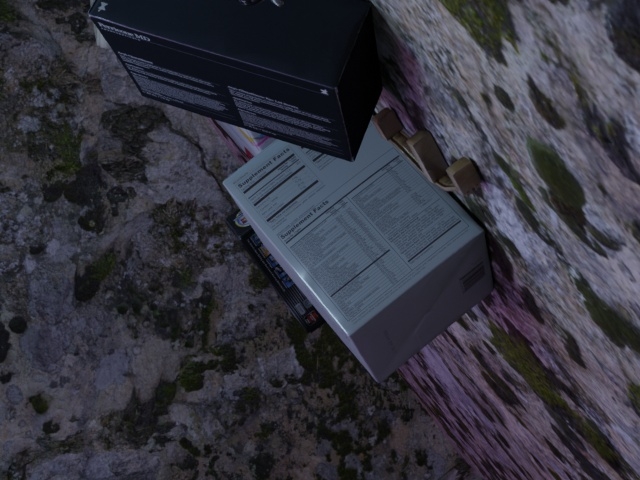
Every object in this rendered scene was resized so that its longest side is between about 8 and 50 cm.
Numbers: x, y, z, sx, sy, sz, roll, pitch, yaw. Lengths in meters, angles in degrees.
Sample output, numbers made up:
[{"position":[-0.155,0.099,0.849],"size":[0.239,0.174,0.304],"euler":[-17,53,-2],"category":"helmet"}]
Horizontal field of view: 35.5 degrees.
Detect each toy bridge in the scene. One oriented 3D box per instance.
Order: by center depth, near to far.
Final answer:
[{"position":[0.116,-0.089,1.071],"size":[0.063,0.026,0.188],"euler":[55,175,-34],"category":"toy bridge"}]

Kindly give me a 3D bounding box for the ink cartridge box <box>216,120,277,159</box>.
[{"position":[-0.103,-0.236,1.402],"size":[0.226,0.131,0.306],"euler":[49,173,33],"category":"ink cartridge box"}]

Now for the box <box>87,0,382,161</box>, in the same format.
[{"position":[-0.078,-0.192,1.027],"size":[0.261,0.103,0.184],"euler":[19,168,12],"category":"box"}]

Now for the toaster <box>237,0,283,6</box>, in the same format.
[{"position":[-0.060,-0.285,0.821],"size":[0.186,0.110,0.168],"euler":[54,175,-10],"category":"toaster"}]

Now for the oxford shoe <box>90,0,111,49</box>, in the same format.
[{"position":[-0.251,-0.421,1.384],"size":[0.449,0.130,0.169],"euler":[118,144,-64],"category":"oxford shoe"}]

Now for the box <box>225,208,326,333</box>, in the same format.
[{"position":[0.000,0.000,1.619],"size":[0.060,0.216,0.270],"euler":[49,173,47],"category":"box"}]

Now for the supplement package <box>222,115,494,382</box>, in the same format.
[{"position":[0.052,-0.004,1.242],"size":[0.263,0.198,0.199],"euler":[49,175,26],"category":"supplement package"}]
